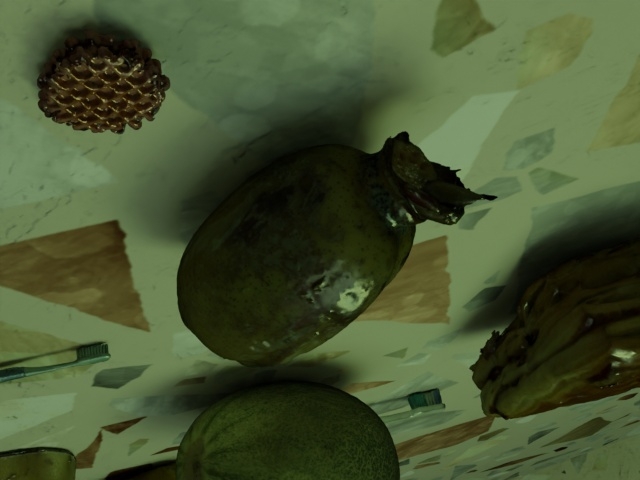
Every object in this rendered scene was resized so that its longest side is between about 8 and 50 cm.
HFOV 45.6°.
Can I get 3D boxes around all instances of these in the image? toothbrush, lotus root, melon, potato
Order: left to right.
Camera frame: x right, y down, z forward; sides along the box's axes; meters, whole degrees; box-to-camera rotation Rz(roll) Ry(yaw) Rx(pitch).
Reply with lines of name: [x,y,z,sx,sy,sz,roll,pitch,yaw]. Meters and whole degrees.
toothbrush: [-0.330,0.137,0.790,0.219,0.019,0.016,-11,149,-10]
potato: [-0.438,0.375,1.059,0.202,0.117,0.182,-6,153,-22]
melon: [-0.039,0.312,1.034,0.329,0.248,0.248,15,138,-41]
lotus root: [-0.001,-0.002,0.599,0.278,0.154,0.154,-34,148,30]
toothbrush: [0.014,0.305,1.260,0.418,0.040,0.042,-8,153,-17]

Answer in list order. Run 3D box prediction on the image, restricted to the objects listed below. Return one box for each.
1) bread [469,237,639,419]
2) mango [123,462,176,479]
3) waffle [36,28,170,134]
bread: [0.363,0.111,0.977,0.277,0.167,0.324,-9,160,-17]
mango: [-0.281,0.471,1.286,0.236,0.166,0.136,-58,179,24]
waffle: [-0.136,-0.094,0.473,0.075,0.029,0.083,3,149,-29]
